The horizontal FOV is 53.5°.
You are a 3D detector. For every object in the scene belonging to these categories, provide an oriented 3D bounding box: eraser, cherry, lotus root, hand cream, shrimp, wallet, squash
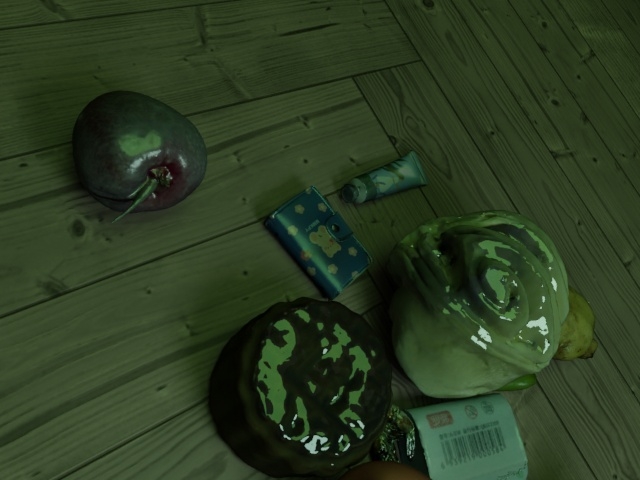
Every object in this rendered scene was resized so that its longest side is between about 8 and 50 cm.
[{"bbox_3d":[0.259,0.381,1.163,0.227,0.081,0.174,-1,70,-30],"label":"eraser"},{"bbox_3d":[-0.301,-0.144,1.053,0.213,0.183,0.266,1,52,-44],"label":"cherry"},{"bbox_3d":[0.482,0.159,1.359,0.284,0.146,0.160,39,74,-11],"label":"lotus root"},{"bbox_3d":[0.143,-0.133,1.381,0.256,0.055,0.088,-22,82,-42],"label":"hand cream"},{"bbox_3d":[0.125,0.363,1.102,0.034,0.091,0.161,16,61,-63],"label":"shrimp"},{"bbox_3d":[0.000,-0.001,1.225,0.202,0.059,0.141,50,51,2],"label":"wallet"},{"bbox_3d":[0.360,0.272,1.285,0.201,0.066,0.066,13,61,-29],"label":"squash"}]

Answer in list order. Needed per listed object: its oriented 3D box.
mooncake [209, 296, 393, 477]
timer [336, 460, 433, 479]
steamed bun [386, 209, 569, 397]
[{"bbox_3d":[-0.021,0.237,1.031,0.290,0.161,0.290,11,63,-23],"label":"mooncake"},{"bbox_3d":[0.104,0.455,0.948,0.215,0.229,0.230,50,52,-15],"label":"timer"},{"bbox_3d":[0.283,0.093,1.173,0.352,0.247,0.339,-17,62,-2],"label":"steamed bun"}]
